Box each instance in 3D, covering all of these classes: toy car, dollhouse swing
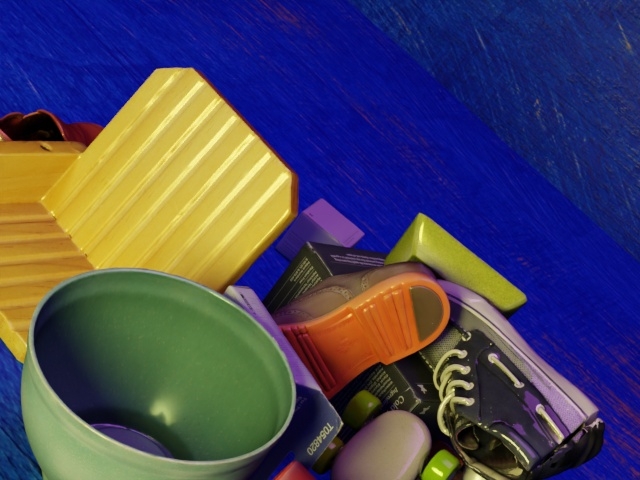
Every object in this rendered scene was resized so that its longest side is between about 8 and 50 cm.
[{"bbox_3d":[0.074,0.310,1.720,0.155,0.188,0.149,36,63,20],"label":"toy car"},{"bbox_3d":[-0.260,-0.043,1.724,0.347,0.305,0.315,48,26,22],"label":"dollhouse swing"}]

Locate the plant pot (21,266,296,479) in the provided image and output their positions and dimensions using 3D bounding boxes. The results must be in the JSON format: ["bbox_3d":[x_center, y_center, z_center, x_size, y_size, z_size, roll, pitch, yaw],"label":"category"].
[{"bbox_3d":[-0.196,0.198,1.469,0.293,0.196,0.293,18,33,-12],"label":"plant pot"}]

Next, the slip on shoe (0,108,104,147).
[{"bbox_3d":[-0.395,-0.137,1.962,0.123,0.101,0.331,42,23,16],"label":"slip on shoe"}]

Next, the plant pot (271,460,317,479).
[{"bbox_3d":[-0.036,0.358,1.439,0.174,0.191,0.191,44,24,4],"label":"plant pot"}]

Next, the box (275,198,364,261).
[{"bbox_3d":[0.000,0.000,2.263,0.102,0.087,0.101,39,24,6],"label":"box"}]

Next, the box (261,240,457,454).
[{"bbox_3d":[0.121,0.184,1.980,0.343,0.179,0.312,9,35,-46],"label":"box"}]

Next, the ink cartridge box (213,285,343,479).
[{"bbox_3d":[-0.099,0.207,1.584,0.045,0.223,0.224,8,35,-47],"label":"ink cartridge box"}]

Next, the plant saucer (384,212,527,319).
[{"bbox_3d":[0.173,0.069,1.878,0.188,0.188,0.045,39,64,4],"label":"plant saucer"}]

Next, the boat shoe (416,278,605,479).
[{"bbox_3d":[0.193,0.182,1.731,0.340,0.127,0.158,37,40,28],"label":"boat shoe"}]

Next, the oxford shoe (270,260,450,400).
[{"bbox_3d":[-0.011,0.130,1.761,0.133,0.363,0.130,-109,178,-68],"label":"oxford shoe"}]

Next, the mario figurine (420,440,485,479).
[{"bbox_3d":[0.246,0.389,1.772,0.170,0.198,0.321,-11,55,-43],"label":"mario figurine"}]
